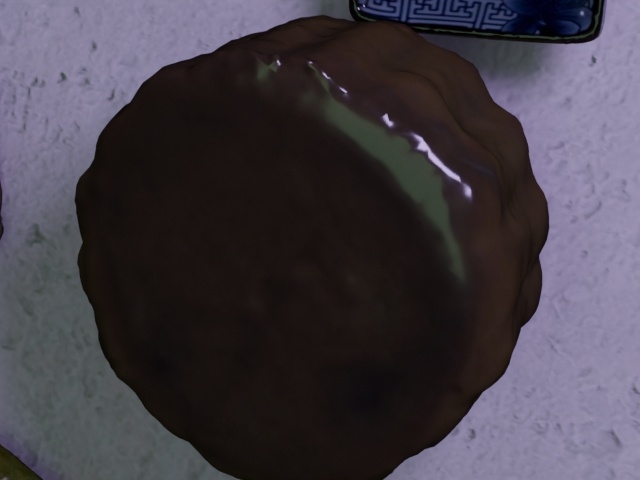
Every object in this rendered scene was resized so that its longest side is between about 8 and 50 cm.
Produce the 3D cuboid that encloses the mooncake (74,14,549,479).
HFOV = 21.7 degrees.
[{"bbox_3d":[0.000,0.002,1.163,0.324,0.187,0.324,8,111,22],"label":"mooncake"}]

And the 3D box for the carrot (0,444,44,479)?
[{"bbox_3d":[-0.234,0.227,1.337,0.358,0.074,0.074,45,105,7],"label":"carrot"}]

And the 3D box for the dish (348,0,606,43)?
[{"bbox_3d":[0.121,-0.266,1.169,0.182,0.080,0.243,7,103,14],"label":"dish"}]

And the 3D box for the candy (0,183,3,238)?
[{"bbox_3d":[-0.420,-0.071,1.302,0.321,0.135,0.179,4,100,14],"label":"candy"}]
